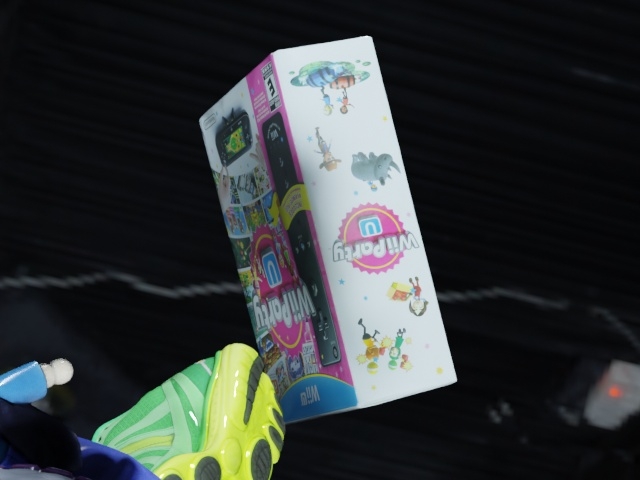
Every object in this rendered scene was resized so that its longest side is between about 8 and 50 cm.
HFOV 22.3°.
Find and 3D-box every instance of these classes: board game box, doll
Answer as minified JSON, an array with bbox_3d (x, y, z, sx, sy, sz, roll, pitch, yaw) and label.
[{"bbox_3d":[0.000,0.000,1.433,0.224,0.098,0.303,151,-75,-68],"label":"board game box"},{"bbox_3d":[-0.165,0.127,0.921,0.046,0.189,0.129,-7,-122,54],"label":"doll"}]

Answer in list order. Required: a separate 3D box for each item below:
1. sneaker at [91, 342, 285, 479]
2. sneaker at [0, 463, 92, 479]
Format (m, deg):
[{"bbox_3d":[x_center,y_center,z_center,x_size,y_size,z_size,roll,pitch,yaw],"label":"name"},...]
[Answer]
[{"bbox_3d":[-0.108,0.181,1.162,0.109,0.123,0.295,63,21,-15],"label":"sneaker"},{"bbox_3d":[-0.203,0.148,0.823,0.098,0.224,0.083,58,38,-76],"label":"sneaker"}]
